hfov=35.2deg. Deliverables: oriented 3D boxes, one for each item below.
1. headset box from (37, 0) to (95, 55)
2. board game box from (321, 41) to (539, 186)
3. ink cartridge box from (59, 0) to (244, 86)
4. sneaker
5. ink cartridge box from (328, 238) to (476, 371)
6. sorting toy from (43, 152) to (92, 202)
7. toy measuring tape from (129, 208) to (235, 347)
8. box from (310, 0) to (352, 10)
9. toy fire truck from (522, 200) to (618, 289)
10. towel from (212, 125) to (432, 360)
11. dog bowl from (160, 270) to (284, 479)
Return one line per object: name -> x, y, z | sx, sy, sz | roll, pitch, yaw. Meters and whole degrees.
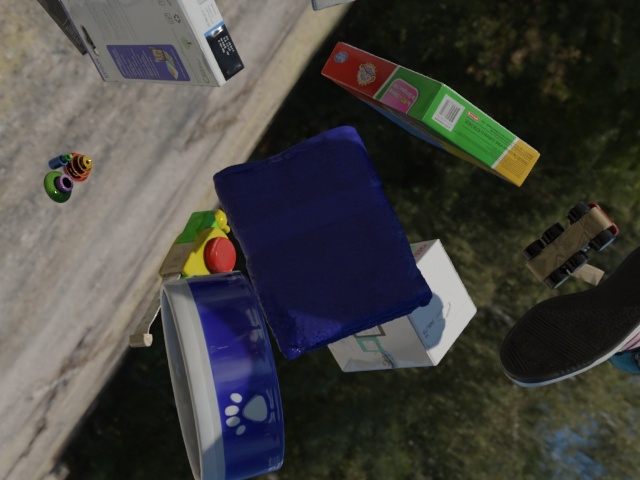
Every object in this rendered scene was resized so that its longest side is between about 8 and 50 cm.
headset box -> -0.456, -0.544, 1.913 | 0.131, 0.283, 0.246 | -44, -174, -40
board game box -> 0.174, -0.211, 1.652 | 0.064, 0.242, 0.316 | -59, -145, 4
ink cartridge box -> -0.268, -0.326, 1.567 | 0.332, 0.165, 0.065 | 11, -133, 45
sneaker -> 0.365, 0.125, 1.311 | 0.295, 0.124, 0.178 | -29, 142, -8
ink cartridge box -> 0.152, 0.144, 2.178 | 0.270, 0.197, 0.198 | -11, -155, 44
sorting toy -> -0.383, -0.105, 1.546 | 0.042, 0.061, 0.102 | -20, -151, 31
toy measuring tape -> -0.232, 0.079, 1.794 | 0.121, 0.121, 0.330 | -54, -169, 53
box -> 0.020, -0.603, 2.032 | 0.148, 0.232, 0.127 | -17, 151, -1
toy fire truck -> 0.642, 0.025, 2.480 | 0.217, 0.158, 0.246 | -44, 163, 20
towel -> 0.000, 0.000, 1.424 | 0.227, 0.308, 0.076 | -21, 153, -6
dog bowl -> -0.129, 0.174, 1.284 | 0.104, 0.265, 0.265 | -11, 169, -14
